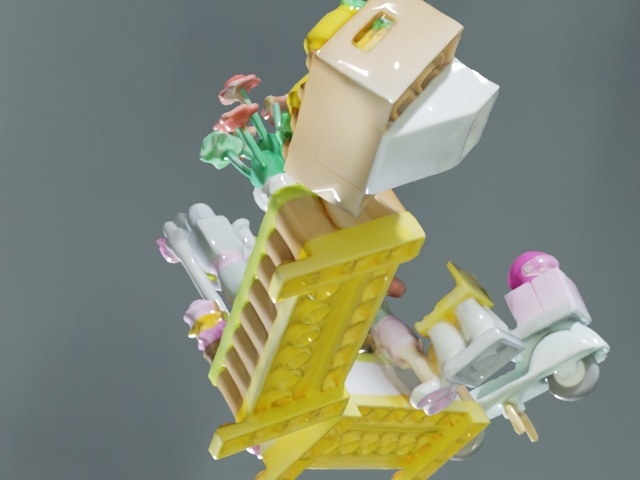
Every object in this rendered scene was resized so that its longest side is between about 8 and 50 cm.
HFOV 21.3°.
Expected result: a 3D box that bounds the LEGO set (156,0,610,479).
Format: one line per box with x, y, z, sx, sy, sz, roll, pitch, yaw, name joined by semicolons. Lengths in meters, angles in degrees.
0.000;0.000;0.551;0.107;0.132;0.287;58;-177;27;LEGO set
